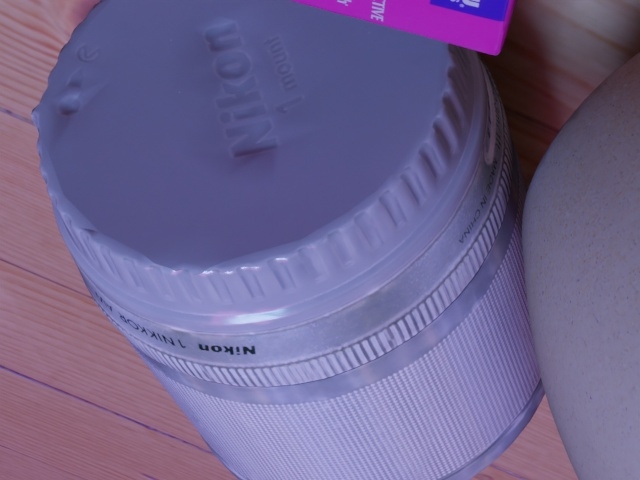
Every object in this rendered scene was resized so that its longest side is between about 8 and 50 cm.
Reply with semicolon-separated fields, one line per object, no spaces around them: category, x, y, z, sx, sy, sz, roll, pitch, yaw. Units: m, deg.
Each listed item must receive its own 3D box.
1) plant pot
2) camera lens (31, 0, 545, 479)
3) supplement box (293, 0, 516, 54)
plant pot;0.200;0.013;0.732;0.191;0.284;0.284;46;166;28
camera lens;0.000;0.000;0.846;0.219;0.219;0.274;8;152;22
supplement box;-0.014;-0.172;0.647;0.220;0.114;0.111;15;153;6
